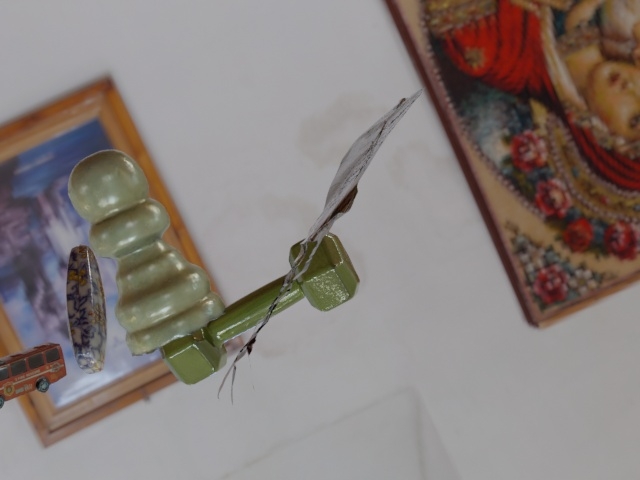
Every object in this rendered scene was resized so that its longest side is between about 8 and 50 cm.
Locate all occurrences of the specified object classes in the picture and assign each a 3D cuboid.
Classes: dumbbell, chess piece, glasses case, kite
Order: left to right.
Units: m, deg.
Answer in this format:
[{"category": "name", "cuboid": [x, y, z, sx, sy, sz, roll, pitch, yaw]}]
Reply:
[{"category": "glasses case", "cuboid": [-0.412, 0.118, 1.937, 0.065, 0.087, 0.248, -11, -130, 0]}, {"category": "chess piece", "cuboid": [-0.222, 0.005, 1.339, 0.133, 0.243, 0.133, -24, -174, 3]}, {"category": "dumbbell", "cuboid": [-0.092, 0.097, 1.578, 0.301, 0.108, 0.121, -29, 178, 10]}, {"category": "kite", "cuboid": [-0.003, -0.002, 0.686, 0.229, 0.016, 0.127, -62, -173, -24]}]

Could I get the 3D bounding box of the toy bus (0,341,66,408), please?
[{"category": "toy bus", "cuboid": [-0.288, 0.127, 1.023, 0.031, 0.043, 0.110, 4, -166, 38]}]
